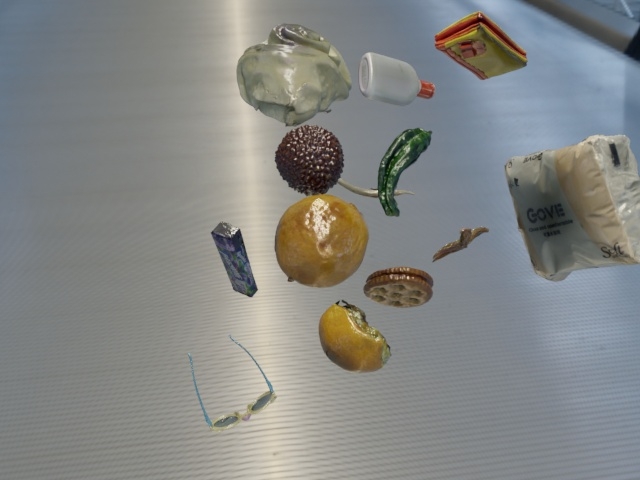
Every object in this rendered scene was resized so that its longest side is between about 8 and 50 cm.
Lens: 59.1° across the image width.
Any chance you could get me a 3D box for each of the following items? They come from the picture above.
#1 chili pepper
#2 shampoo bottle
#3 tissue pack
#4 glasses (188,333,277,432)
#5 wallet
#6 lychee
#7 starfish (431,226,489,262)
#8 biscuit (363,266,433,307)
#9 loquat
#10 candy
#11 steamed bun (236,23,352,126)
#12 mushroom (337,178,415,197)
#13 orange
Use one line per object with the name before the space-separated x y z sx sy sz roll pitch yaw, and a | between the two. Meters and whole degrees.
chili pepper | 0.205 -0.190 1.305 0.065 0.122 0.279 17 60 31
shampoo bottle | 0.186 -0.375 1.344 0.221 0.108 0.051 1 -3 -37
tissue pack | 0.690 -0.089 1.527 0.195 0.390 0.375 -17 -3 -25
glasses | -0.240 0.372 1.484 0.189 0.088 0.220 -25 76 -17
wallet | 0.404 -0.474 1.419 0.241 0.067 0.141 13 -18 -43
lychee | -0.023 -0.208 1.432 0.188 0.188 0.188 0 36 0
starfish | 0.479 0.006 1.925 0.227 0.240 0.043 -35 68 0
biscuit | 0.243 0.146 1.757 0.220 0.220 0.066 4 61 5
loquat | 0.000 0.000 1.353 0.238 0.238 0.193 2 6 3
candy | -0.282 0.070 1.877 0.088 0.312 0.061 22 54 27
steamed bun | -0.077 -0.518 1.665 0.346 0.237 0.394 -6 38 -4
mushroom | 0.116 -0.158 1.598 0.306 0.068 0.043 18 73 -12
orange | 0.061 0.209 1.167 0.112 0.160 0.170 -32 18 -18
